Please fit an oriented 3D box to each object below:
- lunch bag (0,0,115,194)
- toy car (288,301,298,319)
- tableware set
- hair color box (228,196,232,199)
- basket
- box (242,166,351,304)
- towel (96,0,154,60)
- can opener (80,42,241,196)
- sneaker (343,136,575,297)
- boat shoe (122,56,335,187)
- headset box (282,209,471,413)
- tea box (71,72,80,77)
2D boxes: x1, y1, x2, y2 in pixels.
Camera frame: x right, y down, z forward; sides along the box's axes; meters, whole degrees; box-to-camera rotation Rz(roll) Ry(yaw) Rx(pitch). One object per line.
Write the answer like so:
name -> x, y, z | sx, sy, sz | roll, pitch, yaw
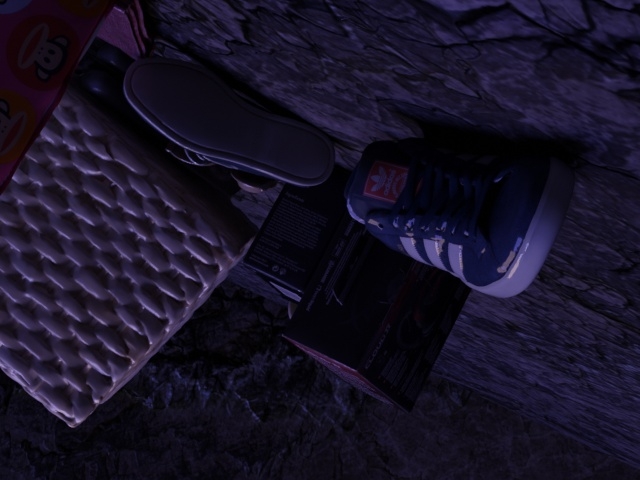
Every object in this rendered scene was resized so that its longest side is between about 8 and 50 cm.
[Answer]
lunch bag -> -0.329, -0.195, 1.147 | 0.258, 0.293, 0.120 | 32, 175, -31
toy car -> 0.045, 0.063, 1.912 | 0.136, 0.182, 0.159 | 25, 157, -11
tableware set -> -0.091, -0.099, 1.624 | 0.168, 0.020, 0.141 | 27, -151, 16
hair color box -> -0.210, -0.044, 2.065 | 0.105, 0.174, 0.347 | 28, 172, -7
basket -> -0.301, 0.003, 1.729 | 0.331, 0.328, 0.266 | 43, -178, -2
box -> 0.000, 0.000, 1.721 | 0.093, 0.158, 0.156 | 24, 172, 24
towel -> -0.319, -0.293, 1.396 | 0.329, 0.037, 0.237 | 29, 174, -1
can opener -> -0.191, -0.148, 1.719 | 0.095, 0.076, 0.283 | 17, 165, 48
sneaker -> 0.108, -0.035, 1.267 | 0.148, 0.131, 0.350 | 25, 173, -12
boat shoe -> -0.106, -0.128, 1.526 | 0.254, 0.095, 0.079 | 18, 171, -22
headset box -> 0.079, 0.070, 1.693 | 0.110, 0.218, 0.293 | 24, 172, 23
tea box -> -0.396, -0.059, 2.037 | 0.220, 0.329, 0.323 | 28, 171, -4
